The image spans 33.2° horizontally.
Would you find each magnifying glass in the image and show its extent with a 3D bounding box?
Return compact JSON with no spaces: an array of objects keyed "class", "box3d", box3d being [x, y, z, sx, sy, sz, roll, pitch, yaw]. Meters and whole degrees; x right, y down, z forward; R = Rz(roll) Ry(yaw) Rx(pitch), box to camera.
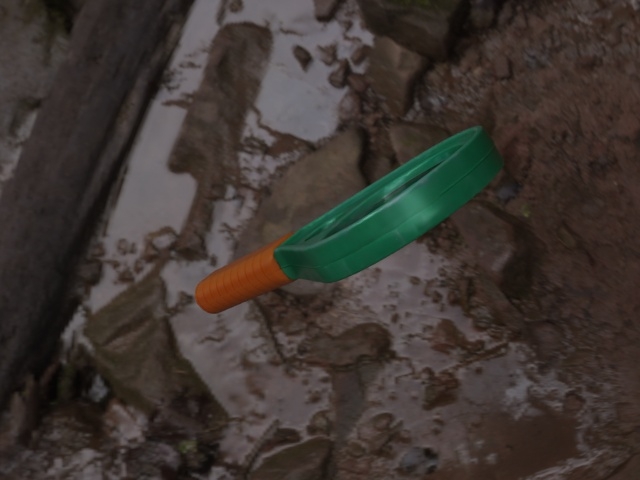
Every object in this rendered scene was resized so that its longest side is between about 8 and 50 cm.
[{"class":"magnifying glass","box3d":[0.000,0.000,0.518,0.026,0.092,0.231,54,145,-5]}]
